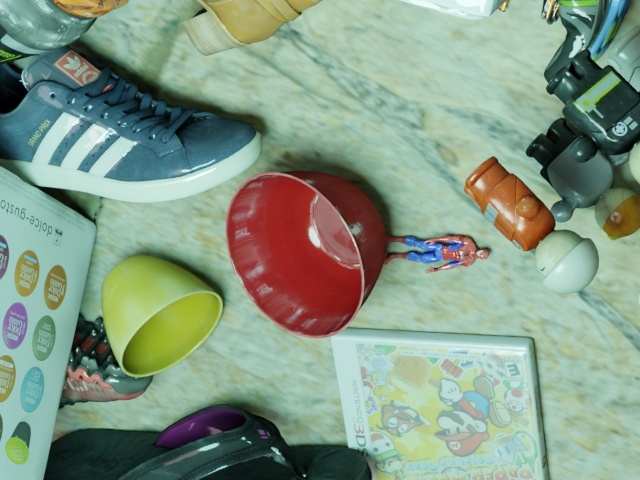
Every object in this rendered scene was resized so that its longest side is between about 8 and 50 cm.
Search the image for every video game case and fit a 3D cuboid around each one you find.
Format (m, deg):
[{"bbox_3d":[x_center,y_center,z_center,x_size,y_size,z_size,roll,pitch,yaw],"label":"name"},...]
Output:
[{"bbox_3d":[0.131,0.196,1.793,0.227,0.026,0.206,1,115,24],"label":"video game case"}]

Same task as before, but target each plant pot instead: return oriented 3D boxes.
[{"bbox_3d":[-0.190,0.072,1.832,0.095,0.134,0.134,50,128,26],"label":"plant pot"}]

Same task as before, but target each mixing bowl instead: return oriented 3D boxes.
[{"bbox_3d":[0.000,0.000,1.702,0.181,0.098,0.181,19,122,33],"label":"mixing bowl"}]

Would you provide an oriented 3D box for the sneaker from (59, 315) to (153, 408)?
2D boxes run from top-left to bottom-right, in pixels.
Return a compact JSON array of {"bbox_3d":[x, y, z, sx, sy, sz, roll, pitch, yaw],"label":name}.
[{"bbox_3d":[-0.315,0.158,1.938,0.276,0.097,0.135,9,117,23],"label":"sneaker"}]

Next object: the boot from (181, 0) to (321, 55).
[{"bbox_3d":[-0.097,-0.289,1.635,0.152,0.073,0.197,-20,117,32],"label":"boot"}]

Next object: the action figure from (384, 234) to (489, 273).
[{"bbox_3d":[0.120,0.013,1.708,0.115,0.030,0.038,1,109,22],"label":"action figure"}]

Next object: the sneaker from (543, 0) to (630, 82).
[{"bbox_3d":[0.244,-0.229,1.511,0.078,0.067,0.188,23,115,15],"label":"sneaker"}]

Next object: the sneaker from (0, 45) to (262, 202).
[{"bbox_3d":[-0.230,-0.135,1.733,0.350,0.131,0.148,4,120,24],"label":"sneaker"}]

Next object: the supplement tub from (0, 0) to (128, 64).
[{"bbox_3d":[-0.365,-0.276,1.681,0.338,0.207,0.207,-10,110,28],"label":"supplement tub"}]

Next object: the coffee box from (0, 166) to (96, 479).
[{"bbox_3d":[-0.489,0.081,1.762,0.338,0.337,0.334,6,77,22],"label":"coffee box"}]

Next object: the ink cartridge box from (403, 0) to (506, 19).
[{"bbox_3d":[0.075,-0.427,1.425,0.286,0.166,0.394,19,119,16],"label":"ink cartridge box"}]

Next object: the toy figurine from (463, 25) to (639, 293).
[{"bbox_3d":[0.261,-0.072,1.490,0.148,0.209,0.213,46,124,12],"label":"toy figurine"}]

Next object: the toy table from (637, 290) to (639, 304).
[{"bbox_3d":[0.430,0.060,1.508,0.252,0.161,0.274,8,116,21],"label":"toy table"}]

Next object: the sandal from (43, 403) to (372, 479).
[{"bbox_3d":[-0.159,0.253,1.862,0.446,0.167,0.107,-1,117,28],"label":"sandal"}]

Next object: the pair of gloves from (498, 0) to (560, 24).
[{"bbox_3d":[0.199,-0.245,1.553,0.083,0.010,0.074,19,118,18],"label":"pair of gloves"}]
